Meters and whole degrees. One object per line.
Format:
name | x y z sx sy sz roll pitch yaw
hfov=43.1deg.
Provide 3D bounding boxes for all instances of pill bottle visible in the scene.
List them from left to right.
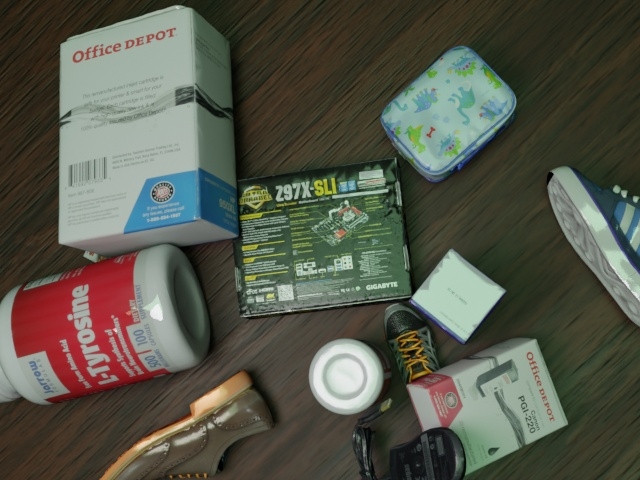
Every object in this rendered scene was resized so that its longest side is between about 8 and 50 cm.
pill bottle | -0.425 0.163 1.457 0.408 0.229 0.229 -16 80 8
pill bottle | 0.057 0.227 1.369 0.121 0.216 0.121 -1 81 10

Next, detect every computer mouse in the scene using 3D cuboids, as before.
computer mouse | 0.146 0.334 1.301 0.262 0.060 0.184 -44 46 43

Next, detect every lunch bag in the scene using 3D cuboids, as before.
lunch bag | 0.233 -0.223 1.464 0.219 0.090 0.176 -42 77 2

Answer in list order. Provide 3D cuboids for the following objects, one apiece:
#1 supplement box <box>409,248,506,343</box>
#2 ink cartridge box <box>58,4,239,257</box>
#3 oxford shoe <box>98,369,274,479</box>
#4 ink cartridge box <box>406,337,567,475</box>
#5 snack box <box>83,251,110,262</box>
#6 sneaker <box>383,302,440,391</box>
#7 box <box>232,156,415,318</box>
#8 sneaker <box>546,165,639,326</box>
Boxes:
supplement box | 0.230 0.100 1.355 0.111 0.220 0.114 39 89 12
ink cartridge box | -0.314 -0.189 1.479 0.285 0.166 0.395 -9 76 20
oxford shoe | -0.250 0.387 1.451 0.364 0.130 0.132 -36 86 5
ink cartridge box | 0.277 0.272 1.340 0.218 0.092 0.158 -20 90 -20
snack box | -0.395 -0.034 1.584 0.064 0.022 0.178 25 87 14
sneaker | 0.170 0.210 1.421 0.084 0.083 0.215 -25 78 7
box | 0.000 0.000 1.482 0.322 0.079 0.257 -8 79 9
sneaker | 0.563 -0.031 1.373 0.236 0.130 0.323 -29 74 -5
